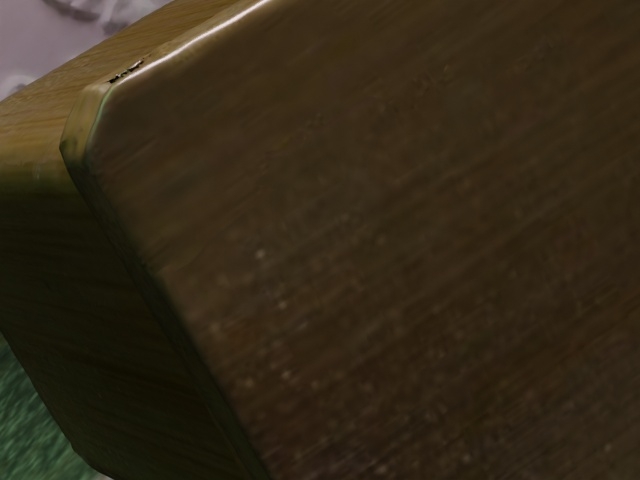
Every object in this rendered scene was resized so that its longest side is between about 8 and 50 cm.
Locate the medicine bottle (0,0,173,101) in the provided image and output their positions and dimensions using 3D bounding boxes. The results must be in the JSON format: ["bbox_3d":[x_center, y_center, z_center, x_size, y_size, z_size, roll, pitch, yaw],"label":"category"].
[{"bbox_3d":[-0.162,-0.078,0.854,0.213,0.213,0.379,-49,24,-13],"label":"medicine bottle"}]

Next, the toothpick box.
[{"bbox_3d":[0.000,0.000,0.505,0.190,0.187,0.308,-35,16,-20],"label":"toothpick box"}]
